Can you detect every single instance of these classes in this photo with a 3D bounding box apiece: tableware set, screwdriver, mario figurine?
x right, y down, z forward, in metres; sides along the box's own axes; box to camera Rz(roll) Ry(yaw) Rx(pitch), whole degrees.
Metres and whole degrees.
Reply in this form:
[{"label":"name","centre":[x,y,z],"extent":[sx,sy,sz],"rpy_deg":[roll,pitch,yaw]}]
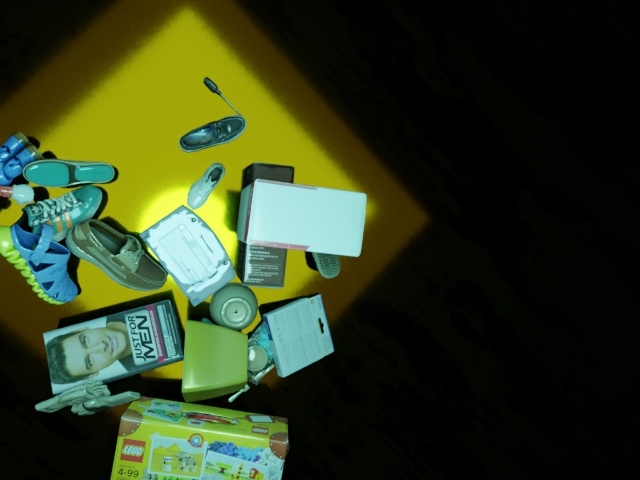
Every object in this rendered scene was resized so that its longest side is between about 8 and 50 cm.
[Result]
[{"label":"tableware set","centre":[-0.262,0.427,1.733],"extent":[0.194,0.039,0.128],"rpy_deg":[-37,90,-14]},{"label":"screwdriver","centre":[-0.312,-0.466,1.693],"extent":[0.170,0.024,0.025],"rpy_deg":[41,55,-19]},{"label":"mario figurine","centre":[-0.958,-0.166,1.510],"extent":[0.320,0.198,0.170],"rpy_deg":[-43,132,-17]}]

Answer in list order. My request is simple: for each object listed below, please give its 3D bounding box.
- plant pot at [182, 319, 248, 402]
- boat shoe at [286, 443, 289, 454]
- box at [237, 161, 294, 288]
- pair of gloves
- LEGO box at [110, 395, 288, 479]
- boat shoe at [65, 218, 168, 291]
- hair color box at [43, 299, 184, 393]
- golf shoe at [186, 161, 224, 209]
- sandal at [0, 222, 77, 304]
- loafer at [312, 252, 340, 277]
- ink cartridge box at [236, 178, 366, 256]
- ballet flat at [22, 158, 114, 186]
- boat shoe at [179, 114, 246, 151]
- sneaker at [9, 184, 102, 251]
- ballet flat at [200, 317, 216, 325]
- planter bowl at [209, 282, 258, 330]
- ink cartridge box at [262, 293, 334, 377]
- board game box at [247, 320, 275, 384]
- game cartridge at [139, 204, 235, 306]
[{"label":"plant pot","centre":[-0.321,0.376,1.610],"extent":[0.187,0.212,0.212],"rpy_deg":[2,65,-10]},{"label":"boat shoe","centre":[-0.182,0.760,1.788],"extent":[0.066,0.066,0.183],"rpy_deg":[45,83,-12]},{"label":"box","centre":[-0.178,-0.050,1.666],"extent":[0.143,0.191,0.382],"rpy_deg":[6,92,-14]},{"label":"pair of gloves","centre":[-0.692,0.476,1.568],"extent":[0.204,0.240,0.042],"rpy_deg":[-21,62,11]},{"label":"LEGO box","centre":[-0.379,0.734,1.637],"extent":[0.499,0.193,0.373],"rpy_deg":[10,92,-5]},{"label":"boat shoe","centre":[-0.594,0.047,1.567],"extent":[0.116,0.123,0.324],"rpy_deg":[-34,129,29]},{"label":"hair color box","centre":[-0.624,0.327,1.599],"extent":[0.374,0.113,0.185],"rpy_deg":[-15,76,-12]},{"label":"golf shoe","centre":[-0.367,-0.176,1.661],"extent":[0.069,0.086,0.176],"rpy_deg":[34,83,-17]},{"label":"sandal","centre":[-0.786,0.065,1.504],"extent":[0.138,0.126,0.317],"rpy_deg":[-23,138,-8]},{"label":"loafer","centre":[0.000,0.000,1.768],"extent":[0.101,0.092,0.269],"rpy_deg":[-5,79,-15]},{"label":"ink cartridge box","centre":[-0.071,-0.059,1.399],"extent":[0.279,0.384,0.161],"rpy_deg":[6,90,-14]},{"label":"ballet flat","centre":[-0.745,-0.205,1.542],"extent":[0.248,0.086,0.086],"rpy_deg":[-2,95,-38]},{"label":"boat shoe","centre":[-0.342,-0.346,1.663],"extent":[0.228,0.076,0.080],"rpy_deg":[-19,98,-11]},{"label":"sneaker","centre":[-0.793,-0.073,1.535],"extent":[0.302,0.121,0.108],"rpy_deg":[-40,58,-7]},{"label":"ballet flat","centre":[-0.354,0.302,1.732],"extent":[0.114,0.041,0.041],"rpy_deg":[38,85,-13]},{"label":"planter bowl","centre":[-0.279,0.227,1.704],"extent":[0.162,0.109,0.162],"rpy_deg":[-1,95,-14]},{"label":"ink cartridge box","centre":[-0.072,0.319,1.779],"extent":[0.223,0.045,0.223],"rpy_deg":[-18,99,-34]},{"label":"board game box","centre":[-0.206,0.382,1.775],"extent":[0.126,0.026,0.186],"rpy_deg":[41,84,-13]},{"label":"game cartridge","centre":[-0.416,0.042,1.687],"extent":[0.196,0.060,0.294],"rpy_deg":[-35,101,-5]}]
